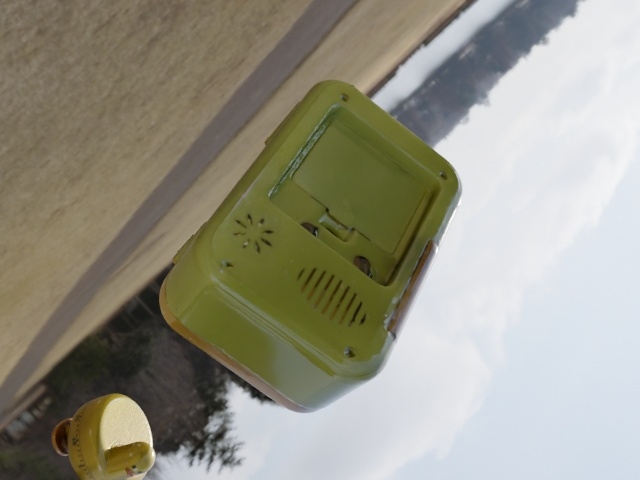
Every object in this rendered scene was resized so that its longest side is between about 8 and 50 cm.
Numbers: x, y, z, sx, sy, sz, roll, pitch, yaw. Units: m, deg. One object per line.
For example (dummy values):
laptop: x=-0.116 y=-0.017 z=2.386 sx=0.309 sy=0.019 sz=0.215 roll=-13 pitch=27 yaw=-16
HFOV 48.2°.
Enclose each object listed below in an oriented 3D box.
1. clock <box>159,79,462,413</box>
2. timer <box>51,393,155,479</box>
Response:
clock: x=0.000 y=0.000 z=0.488 sx=0.096 sy=0.143 sz=0.202 roll=-41 pitch=-167 yaw=51
timer: x=-0.224 y=0.223 z=0.795 sx=0.109 sy=0.107 sz=0.107 roll=-20 pitch=-171 yaw=17
